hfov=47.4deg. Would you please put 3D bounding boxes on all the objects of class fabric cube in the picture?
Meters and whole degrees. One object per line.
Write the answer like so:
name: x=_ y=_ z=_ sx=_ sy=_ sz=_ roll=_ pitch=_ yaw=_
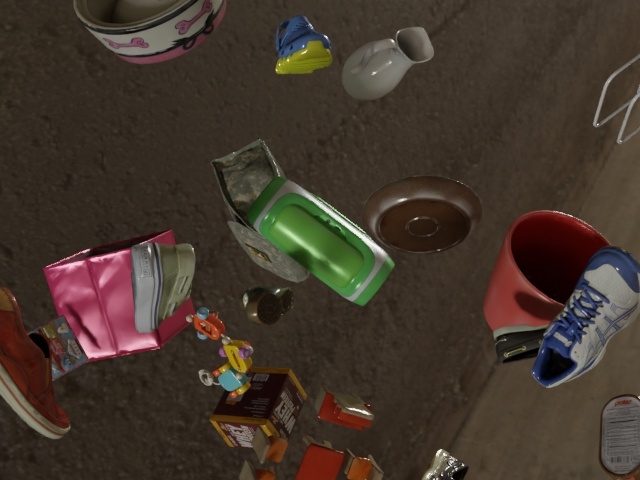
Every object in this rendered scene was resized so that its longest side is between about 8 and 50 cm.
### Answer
fabric cube: x=-0.504 y=0.139 z=1.877 sx=0.254 sy=0.259 sz=0.258 roll=-43 pitch=120 yaw=-75

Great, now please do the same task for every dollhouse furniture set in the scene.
dollhouse furniture set: x=0.006 y=0.431 z=1.449 sx=0.262 sy=0.135 sz=0.259 roll=20 pitch=93 yaw=-18

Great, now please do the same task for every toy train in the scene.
toy train: x=-0.159 y=0.182 z=1.209 sx=0.046 sy=0.125 sz=0.166 roll=-41 pitch=144 yaw=-42

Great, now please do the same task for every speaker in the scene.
speaker: x=0.000 y=0.000 z=1.469 sx=0.296 sy=0.131 sz=0.131 roll=37 pitch=53 yaw=0

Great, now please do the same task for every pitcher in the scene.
pitcher: x=0.127 y=-0.404 z=1.668 sx=0.178 sy=0.207 sz=0.125 roll=-11 pitch=80 yaw=-43

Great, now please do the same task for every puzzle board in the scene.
puzzle board: x=-0.621 y=0.253 z=1.730 sx=0.096 sy=0.011 sz=0.128 roll=-30 pitch=92 yaw=-34

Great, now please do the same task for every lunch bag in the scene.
lunch bag: x=-0.128 y=-0.051 z=1.748 sx=0.235 sy=0.169 sz=0.287 roll=64 pitch=0 yaw=-57

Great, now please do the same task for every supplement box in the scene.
supplement box: x=-0.174 y=0.478 z=2.083 sx=0.129 sy=0.191 sz=0.194 roll=64 pitch=36 yaw=-35

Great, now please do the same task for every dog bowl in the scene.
dog bowl: x=-0.428 y=-0.633 z=1.911 sx=0.408 sy=0.408 sz=0.150 roll=-64 pitch=153 yaw=-26

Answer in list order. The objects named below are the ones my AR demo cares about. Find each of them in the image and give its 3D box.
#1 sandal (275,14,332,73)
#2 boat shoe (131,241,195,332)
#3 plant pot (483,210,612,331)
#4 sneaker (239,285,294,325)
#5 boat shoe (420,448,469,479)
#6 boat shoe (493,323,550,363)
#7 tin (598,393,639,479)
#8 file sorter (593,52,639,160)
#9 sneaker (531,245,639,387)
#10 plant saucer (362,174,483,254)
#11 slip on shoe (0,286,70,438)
sandal: x=-0.052 y=-0.475 z=1.755 sx=0.126 sy=0.317 sz=0.138 roll=-3 pitch=101 yaw=-15
boat shoe: x=-0.258 y=0.082 z=1.188 sx=0.094 sy=0.302 sz=0.109 roll=-4 pitch=73 yaw=-16
plant pot: x=0.505 y=0.111 z=1.659 sx=0.275 sy=0.275 sz=0.243 roll=-51 pitch=167 yaw=-38
sneaker: x=-0.121 y=0.126 z=1.411 sx=0.192 sy=0.086 sz=0.064 roll=-14 pitch=102 yaw=-71
boat shoe: x=0.285 y=0.595 z=1.719 sx=0.285 sy=0.092 sz=0.102 roll=-36 pitch=130 yaw=-62
boat shoe: x=0.462 y=0.202 z=1.447 sx=0.081 sy=0.228 sz=0.068 roll=56 pitch=29 yaw=-60
tin: x=0.627 y=0.403 z=1.496 sx=0.040 sy=0.106 sz=0.189 roll=43 pitch=47 yaw=-31
file sorter: x=0.740 y=-0.251 z=1.512 sx=0.173 sy=0.277 sz=0.193 roll=-37 pitch=152 yaw=-11
sneaker: x=0.456 y=0.146 z=1.254 sx=0.131 sy=0.112 sz=0.296 roll=-24 pitch=137 yaw=-35
plant saucer: x=0.263 y=-0.050 z=1.877 sx=0.310 sy=0.311 sz=0.050 roll=49 pitch=34 yaw=-46
slip on shoe: x=-0.446 y=0.195 z=1.103 sx=0.101 sy=0.123 sz=0.331 roll=-42 pitch=143 yaw=-28
